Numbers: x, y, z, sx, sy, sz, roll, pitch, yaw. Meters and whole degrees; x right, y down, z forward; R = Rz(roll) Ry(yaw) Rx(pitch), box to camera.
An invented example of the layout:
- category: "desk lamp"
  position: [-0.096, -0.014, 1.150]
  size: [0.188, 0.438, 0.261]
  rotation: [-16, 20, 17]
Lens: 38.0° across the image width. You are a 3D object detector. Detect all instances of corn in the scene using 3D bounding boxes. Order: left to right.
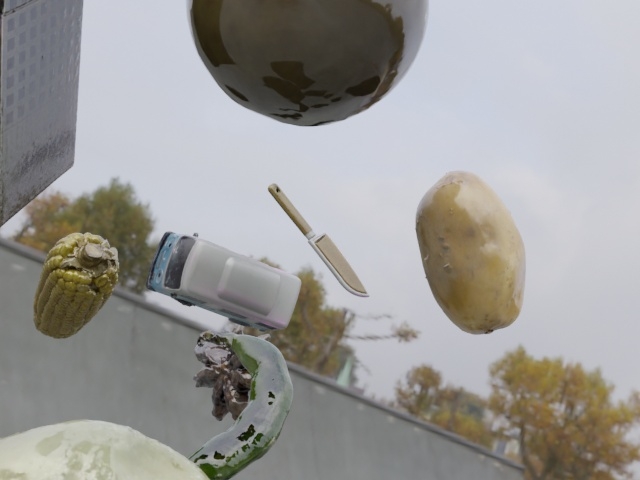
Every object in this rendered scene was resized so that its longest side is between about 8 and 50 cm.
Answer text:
- category: "corn"
  position: [-0.407, 0.081, 1.533]
  size: [0.119, 0.119, 0.322]
  rotation: [21, -33, -12]

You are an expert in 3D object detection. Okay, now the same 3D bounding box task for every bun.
- category: "bun"
  position: [-0.270, 0.355, 0.978]
  size: [0.349, 0.227, 0.352]
  rotation: [13, -47, -21]

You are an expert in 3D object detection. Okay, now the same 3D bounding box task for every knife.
- category: "knife"
  position: [0.001, -0.001, 1.590]
  size: [0.256, 0.046, 0.022]
  rotation: [51, -47, 0]

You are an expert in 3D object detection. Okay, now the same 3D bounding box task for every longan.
- category: "longan"
  position: [-0.011, -0.239, 0.943]
  size: [0.258, 0.258, 0.258]
  rotation: [18, -12, 4]

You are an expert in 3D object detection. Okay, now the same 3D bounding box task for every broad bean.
- category: "broad bean"
  position: [-0.108, 0.215, 1.212]
  size: [0.144, 0.292, 0.049]
  rotation: [-2, -54, 4]

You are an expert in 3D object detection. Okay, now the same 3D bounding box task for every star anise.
- category: "star anise"
  position: [-0.169, 0.268, 1.808]
  size: [0.212, 0.197, 0.073]
  rotation: [-29, -21, 32]

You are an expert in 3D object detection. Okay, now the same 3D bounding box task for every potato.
- category: "potato"
  position: [0.160, 0.011, 0.985]
  size: [0.109, 0.178, 0.118]
  rotation: [-19, -5, 15]

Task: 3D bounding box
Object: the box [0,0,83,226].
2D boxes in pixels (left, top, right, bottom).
- category: "box"
  position: [-0.310, -0.192, 0.981]
  size: [0.047, 0.325, 0.180]
  rotation: [17, 31, 7]

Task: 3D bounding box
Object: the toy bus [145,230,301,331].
- category: "toy bus"
  position: [-0.082, 0.037, 0.815]
  size: [0.123, 0.060, 0.075]
  rotation: [23, -12, -26]
